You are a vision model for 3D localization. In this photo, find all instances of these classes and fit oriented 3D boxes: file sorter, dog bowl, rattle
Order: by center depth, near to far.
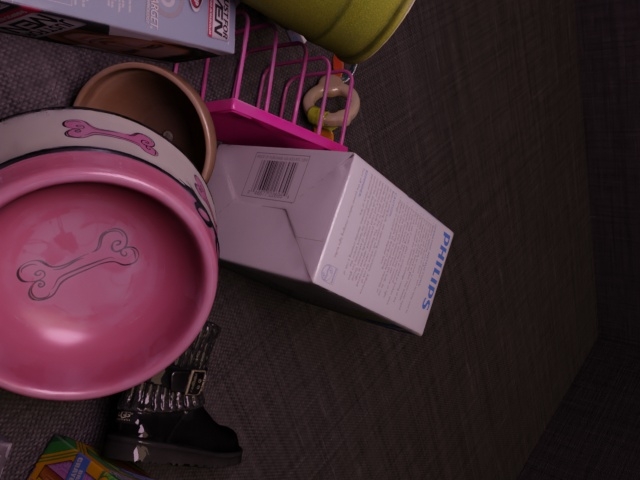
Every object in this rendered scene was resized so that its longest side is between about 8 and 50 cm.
[{"bbox_3d":[-0.322,0.038,0.814,0.408,0.150,0.407,-12,121,-20],"label":"dog bowl"},{"bbox_3d":[-0.105,-0.274,1.110,0.291,0.202,0.182,13,84,-48],"label":"file sorter"},{"bbox_3d":[0.035,-0.302,1.359,0.142,0.130,0.199,62,26,-47],"label":"rattle"}]

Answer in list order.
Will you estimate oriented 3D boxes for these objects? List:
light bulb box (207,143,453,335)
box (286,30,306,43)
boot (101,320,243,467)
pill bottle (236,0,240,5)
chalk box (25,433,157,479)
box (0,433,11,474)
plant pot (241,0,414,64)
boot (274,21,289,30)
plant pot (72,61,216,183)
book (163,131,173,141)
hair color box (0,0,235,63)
[{"bbox_3d":[0.000,0.000,1.154,0.361,0.358,0.225,30,77,-48],"label":"light bulb box"},{"bbox_3d":[-0.023,-0.526,1.275,0.186,0.038,0.145,-50,130,-29],"label":"box"},{"bbox_3d":[-0.237,0.277,1.112,0.348,0.131,0.260,45,48,-59],"label":"boot"},{"bbox_3d":[-0.135,-0.538,1.051,0.169,0.169,0.301,49,61,-41],"label":"pill bottle"},{"bbox_3d":[-0.324,0.448,0.922,0.180,0.289,0.179,47,62,-42],"label":"chalk box"},{"bbox_3d":[-0.568,0.347,0.808,0.231,0.056,0.183,25,77,-48],"label":"box"},{"bbox_3d":[-0.056,-0.476,0.818,0.353,0.366,0.366,13,86,-23],"label":"plant pot"},{"bbox_3d":[-0.020,-0.502,1.198,0.190,0.076,0.208,35,63,-29],"label":"boot"},{"bbox_3d":[-0.267,-0.160,0.963,0.110,0.237,0.237,-53,140,-71],"label":"plant pot"},{"bbox_3d":[-0.281,-0.114,1.065,0.096,0.035,0.144,45,64,-39],"label":"book"},{"bbox_3d":[-0.323,-0.344,0.861,0.374,0.185,0.113,-5,100,-47],"label":"hair color box"}]
